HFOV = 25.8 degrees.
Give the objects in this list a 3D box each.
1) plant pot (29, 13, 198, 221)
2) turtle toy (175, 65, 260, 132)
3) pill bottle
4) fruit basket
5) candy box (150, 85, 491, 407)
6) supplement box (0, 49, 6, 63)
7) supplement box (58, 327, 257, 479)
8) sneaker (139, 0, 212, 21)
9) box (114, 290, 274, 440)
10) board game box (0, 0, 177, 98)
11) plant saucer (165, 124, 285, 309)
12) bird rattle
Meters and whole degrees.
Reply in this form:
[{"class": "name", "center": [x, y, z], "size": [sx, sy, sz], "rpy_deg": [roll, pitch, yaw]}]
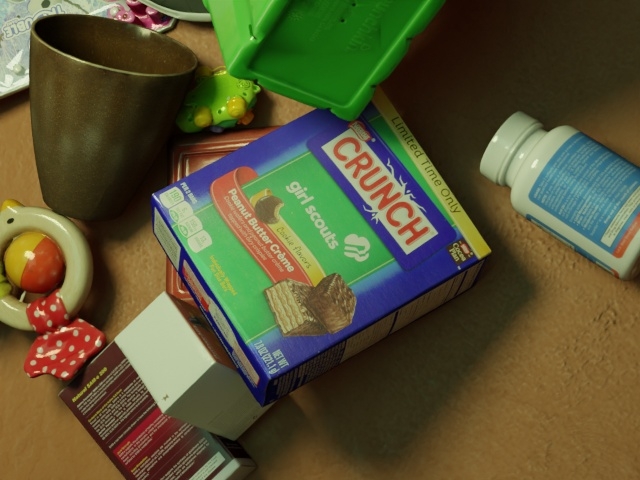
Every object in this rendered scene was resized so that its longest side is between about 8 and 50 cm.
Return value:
[{"class": "plant pot", "center": [-0.289, -0.150, 1.823], "size": [0.215, 0.215, 0.230], "rpy_deg": [25, 115, 20]}, {"class": "turtle toy", "center": [-0.137, -0.180, 1.845], "size": [0.130, 0.066, 0.095], "rpy_deg": [-14, 54, 18]}, {"class": "pill bottle", "center": [0.304, -0.059, 1.654], "size": [0.221, 0.124, 0.124], "rpy_deg": [35, 93, 19]}, {"class": "fruit basket", "center": [0.017, -0.381, 1.598], "size": [0.283, 0.392, 0.392], "rpy_deg": [19, 87, -20]}, {"class": "candy box", "center": [0.000, 0.000, 1.673], "size": [0.317, 0.122, 0.268], "rpy_deg": [-29, 75, -18]}, {"class": "supplement box", "center": [-0.489, -0.251, 1.986], "size": [0.098, 0.036, 0.062], "rpy_deg": [-30, 74, 11]}, {"class": "supplement box", "center": [-0.210, 0.243, 1.796], "size": [0.130, 0.073, 0.239], "rpy_deg": [-44, 72, 6]}, {"class": "sneaker", "center": [-0.208, -0.378, 1.819], "size": [0.296, 0.147, 0.104], "rpy_deg": [17, 68, -4]}, {"class": "box", "center": [-0.148, 0.157, 1.726], "size": [0.091, 0.170, 0.130], "rpy_deg": [-44, 58, 7]}, {"class": "board game box", "center": [-0.439, -0.406, 1.960], "size": [0.390, 0.050, 0.390], "rpy_deg": [-21, 75, 5]}, {"class": "plant saucer", "center": [-0.090, -0.026, 1.816], "size": [0.259, 0.048, 0.259], "rpy_deg": [-3, 81, 17]}, {"class": "bird rattle", "center": [-0.381, 0.061, 1.834], "size": [0.254, 0.143, 0.207], "rpy_deg": [27, 99, 22]}]
